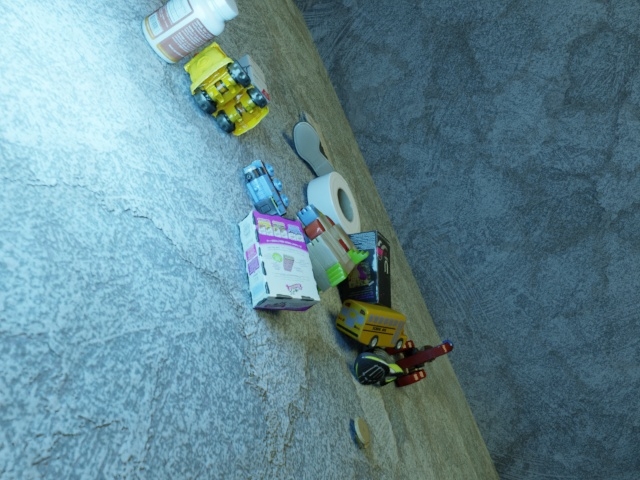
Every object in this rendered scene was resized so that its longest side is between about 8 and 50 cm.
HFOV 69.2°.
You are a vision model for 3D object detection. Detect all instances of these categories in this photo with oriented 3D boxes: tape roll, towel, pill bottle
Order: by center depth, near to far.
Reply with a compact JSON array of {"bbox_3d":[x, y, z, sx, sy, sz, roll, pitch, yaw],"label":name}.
[{"bbox_3d":[-0.315,-0.540,1.137,0.121,0.216,0.121,56,20,-32],"label":"pill bottle"},{"bbox_3d":[0.058,-0.128,1.854,0.286,0.100,0.286,47,32,-44],"label":"tape roll"},{"bbox_3d":[-0.016,-0.481,2.253,0.187,0.049,0.282,26,43,-64],"label":"towel"}]

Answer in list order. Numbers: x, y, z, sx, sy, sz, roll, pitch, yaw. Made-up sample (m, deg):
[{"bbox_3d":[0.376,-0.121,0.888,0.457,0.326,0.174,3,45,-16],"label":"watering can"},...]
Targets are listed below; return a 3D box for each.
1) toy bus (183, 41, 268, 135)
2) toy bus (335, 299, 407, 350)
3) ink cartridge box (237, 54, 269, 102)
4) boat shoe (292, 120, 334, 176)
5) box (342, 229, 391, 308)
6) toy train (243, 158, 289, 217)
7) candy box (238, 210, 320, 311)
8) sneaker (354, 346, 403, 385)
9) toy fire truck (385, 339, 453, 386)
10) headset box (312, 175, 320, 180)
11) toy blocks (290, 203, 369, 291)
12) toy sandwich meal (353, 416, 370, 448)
[{"bbox_3d":[-0.273,-0.435,1.296,0.211,0.149,0.220,58,8,33],"label":"toy bus"},{"bbox_3d":[0.189,0.291,1.585,0.332,0.108,0.130,19,92,-51],"label":"toy bus"},{"bbox_3d":[-0.244,-0.566,1.652,0.109,0.063,0.151,40,30,-55],"label":"ink cartridge box"},{"bbox_3d":[-0.044,-0.389,1.973,0.095,0.112,0.335,57,2,40],"label":"boat shoe"},{"bbox_3d":[0.174,0.117,1.736,0.165,0.143,0.271,31,56,-60],"label":"box"},{"bbox_3d":[-0.156,-0.142,1.327,0.184,0.080,0.105,64,23,-7],"label":"toy train"},{"bbox_3d":[-0.103,0.052,1.141,0.159,0.071,0.234,12,51,-40],"label":"candy box"},{"bbox_3d":[0.180,0.417,1.580,0.121,0.111,0.300,57,8,33],"label":"sneaker"},{"bbox_3d":[0.430,0.486,1.940,0.302,0.253,0.169,24,45,-66],"label":"toy fire truck"},{"bbox_3d":[-0.007,-0.231,1.970,0.062,0.032,0.083,60,17,-22],"label":"headset box"},{"bbox_3d":[0.000,0.000,1.495,0.261,0.190,0.381,54,16,0],"label":"toy blocks"},{"bbox_3d":[0.111,0.537,1.300,0.086,0.029,0.086,51,21,-28],"label":"toy sandwich meal"}]
